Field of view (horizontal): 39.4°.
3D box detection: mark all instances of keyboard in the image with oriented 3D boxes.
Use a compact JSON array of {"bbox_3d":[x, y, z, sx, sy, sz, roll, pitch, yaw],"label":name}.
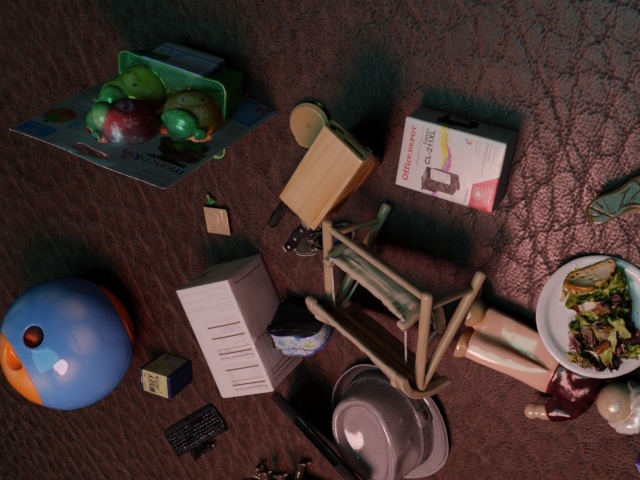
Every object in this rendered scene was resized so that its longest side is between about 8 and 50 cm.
[{"bbox_3d":[-0.287,0.454,2.062,0.192,0.038,0.100,-36,92,37],"label":"keyboard"}]

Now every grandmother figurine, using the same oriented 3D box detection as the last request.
[{"bbox_3d":[0.402,0.229,1.529,0.342,0.104,0.208,25,128,21],"label":"grandmother figurine"}]

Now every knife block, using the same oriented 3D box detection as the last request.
[{"bbox_3d":[-0.010,-0.082,1.540,0.088,0.275,0.242,43,96,6],"label":"knife block"}]

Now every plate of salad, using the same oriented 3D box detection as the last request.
[{"bbox_3d":[0.450,0.123,1.447,0.199,0.048,0.200,-1,88,17],"label":"plate of salad"}]

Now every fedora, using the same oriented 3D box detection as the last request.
[{"bbox_3d":[0.114,0.382,1.745,0.243,0.124,0.275,-4,110,32],"label":"fedora"}]

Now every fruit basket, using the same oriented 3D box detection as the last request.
[{"bbox_3d":[-0.298,-0.224,1.563,0.327,0.353,0.165,22,122,21],"label":"fruit basket"}]

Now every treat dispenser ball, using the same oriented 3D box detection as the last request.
[{"bbox_3d":[-0.552,0.223,1.953,0.288,0.288,0.288,12,117,25],"label":"treat dispenser ball"}]

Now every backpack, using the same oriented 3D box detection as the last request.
[{"bbox_3d":[-0.033,0.173,1.750,0.114,0.105,0.084,2,135,26],"label":"backpack"}]

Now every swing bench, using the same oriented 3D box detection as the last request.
[{"bbox_3d":[0.115,0.113,1.551,0.253,0.165,0.255,37,127,35],"label":"swing bench"}]

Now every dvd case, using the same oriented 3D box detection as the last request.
[{"bbox_3d":[0.002,0.410,1.787,0.022,0.180,0.253,-42,73,-8],"label":"dvd case"}]

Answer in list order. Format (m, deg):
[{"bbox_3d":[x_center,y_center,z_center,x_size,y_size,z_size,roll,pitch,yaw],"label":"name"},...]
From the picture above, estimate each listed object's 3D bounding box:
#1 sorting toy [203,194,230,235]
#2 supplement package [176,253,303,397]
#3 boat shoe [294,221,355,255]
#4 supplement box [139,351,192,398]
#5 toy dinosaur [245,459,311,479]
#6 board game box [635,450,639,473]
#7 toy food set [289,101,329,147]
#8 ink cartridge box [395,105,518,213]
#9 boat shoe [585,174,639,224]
[{"bbox_3d":[-0.209,-0.052,1.800,0.062,0.012,0.083,10,120,31],"label":"sorting toy"},{"bbox_3d":[-0.159,0.173,1.796,0.133,0.139,0.244,-13,104,32],"label":"supplement package"},{"bbox_3d":[0.000,0.000,1.687,0.142,0.040,0.049,-20,101,35],"label":"boat shoe"},{"bbox_3d":[-0.344,0.300,1.994,0.083,0.083,0.056,13,116,26],"label":"supplement box"},{"bbox_3d":[-0.079,0.568,1.947,0.313,0.121,0.160,-13,91,29],"label":"toy dinosaur"},{"bbox_3d":[0.705,0.479,1.481,0.233,0.078,0.347,-19,101,35],"label":"board game box"},{"bbox_3d":[-0.017,-0.209,1.614,0.082,0.020,0.083,-9,106,32],"label":"toy food set"},{"bbox_3d":[0.222,-0.135,1.479,0.175,0.072,0.127,18,120,21],"label":"ink cartridge box"},{"bbox_3d":[0.487,-0.067,1.382,0.153,0.048,0.056,-27,85,29],"label":"boat shoe"}]
